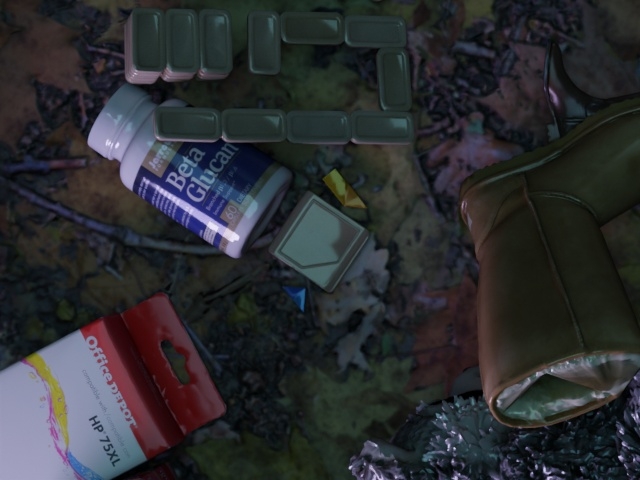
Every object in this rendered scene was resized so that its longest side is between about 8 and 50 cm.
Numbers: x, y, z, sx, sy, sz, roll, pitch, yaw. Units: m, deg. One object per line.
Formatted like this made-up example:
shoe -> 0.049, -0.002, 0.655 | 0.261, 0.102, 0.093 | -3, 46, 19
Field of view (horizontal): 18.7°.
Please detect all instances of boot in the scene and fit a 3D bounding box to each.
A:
boot -> 0.254, -0.128, 1.701 | 0.114, 0.037, 0.106 | -4, 103, 10
boot -> 0.232, 0.016, 1.597 | 0.236, 0.269, 0.089 | -26, 125, 14

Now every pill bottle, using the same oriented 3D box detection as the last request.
pill bottle -> -0.118, -0.067, 1.716 | 0.169, 0.094, 0.094 | 33, 94, 5

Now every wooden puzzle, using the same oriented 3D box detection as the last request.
wooden puzzle -> 0.000, 0.000, 1.746 | 0.078, 0.014, 0.116 | 41, 95, 9

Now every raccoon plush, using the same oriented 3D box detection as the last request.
raccoon plush -> 0.195, 0.252, 1.549 | 0.299, 0.446, 0.216 | -20, 120, 7

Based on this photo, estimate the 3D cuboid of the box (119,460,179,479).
box -> -0.143, 0.338, 1.708 | 0.122, 0.128, 0.257 | -26, 87, 7

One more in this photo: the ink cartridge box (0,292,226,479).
ink cartridge box -> -0.216, 0.155, 1.739 | 0.231, 0.078, 0.134 | -29, 88, 6

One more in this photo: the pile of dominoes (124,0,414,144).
pile of dominoes -> -0.046, -0.178, 1.713 | 0.251, 0.040, 0.196 | 1, 79, -15
